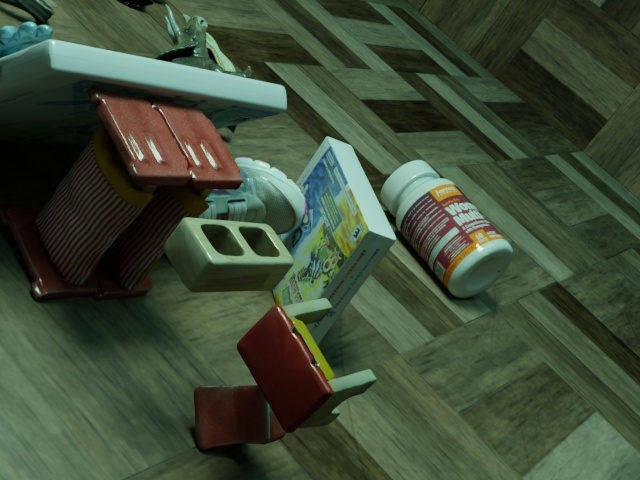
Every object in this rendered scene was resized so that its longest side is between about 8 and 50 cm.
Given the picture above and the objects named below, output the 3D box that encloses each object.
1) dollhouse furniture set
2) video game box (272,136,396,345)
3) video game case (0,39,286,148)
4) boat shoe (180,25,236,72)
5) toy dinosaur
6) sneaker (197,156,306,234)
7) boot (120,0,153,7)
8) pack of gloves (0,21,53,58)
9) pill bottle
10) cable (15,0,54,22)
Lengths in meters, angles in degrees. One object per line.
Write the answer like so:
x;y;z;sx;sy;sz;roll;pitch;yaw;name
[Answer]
-0.143;0.052;0.986;0.152;0.201;0.374;3;47;-50;dollhouse furniture set
0.000;0.000;1.256;0.048;0.187;0.205;17;30;-28;video game box
-0.255;-0.149;1.125;0.329;0.300;0.036;1;84;-51;video game case
-0.200;-0.322;1.722;0.135;0.050;0.045;44;21;16;boat shoe
-0.194;-0.229;1.531;0.160;0.121;0.313;18;33;-10;toy dinosaur
-0.143;-0.037;1.223;0.252;0.103;0.111;7;42;-7;sneaker
-0.317;-0.448;1.800;0.121;0.045;0.099;13;31;-28;boot
-0.385;-0.180;1.080;0.195;0.232;0.046;-14;91;-18;pack of gloves
0.198;-0.023;1.624;0.121;0.121;0.221;4;40;-49;pill bottle
-0.489;-0.422;1.424;0.287;0.072;0.139;35;-1;-22;cable
